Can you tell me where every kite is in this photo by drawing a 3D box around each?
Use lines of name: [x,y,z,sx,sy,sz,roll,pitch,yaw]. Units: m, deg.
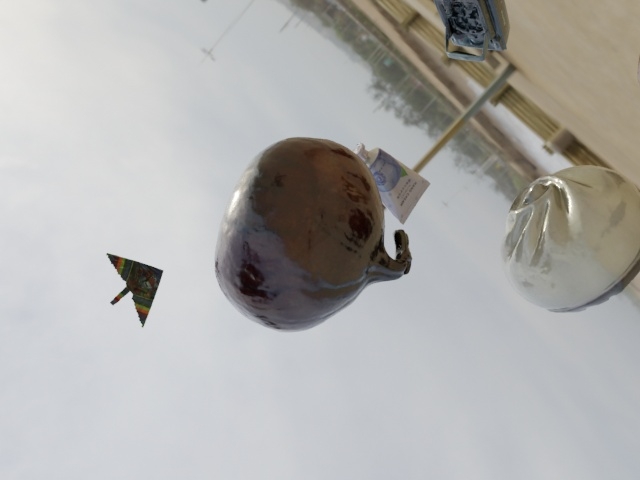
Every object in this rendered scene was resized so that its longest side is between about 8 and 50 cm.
kite: [-0.267,0.063,0.979,0.004,0.090,0.122,3,124,57]

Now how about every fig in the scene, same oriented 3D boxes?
fig: [-0.017,-0.006,0.806,0.214,0.235,0.235,42,-167,25]

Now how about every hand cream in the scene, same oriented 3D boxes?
hand cream: [0.105,-0.099,1.063,0.142,0.084,0.053,38,170,-19]

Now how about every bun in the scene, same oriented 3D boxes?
bun: [0.268,-0.012,0.749,0.120,0.173,0.173,37,-165,-11]

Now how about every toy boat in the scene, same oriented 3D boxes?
toy boat: [0.203,-0.346,0.958,0.092,0.103,0.246,18,168,31]

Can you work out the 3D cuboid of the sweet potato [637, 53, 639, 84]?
sweet potato: [0.479,-0.256,0.859,0.112,0.112,0.359,46,175,13]
